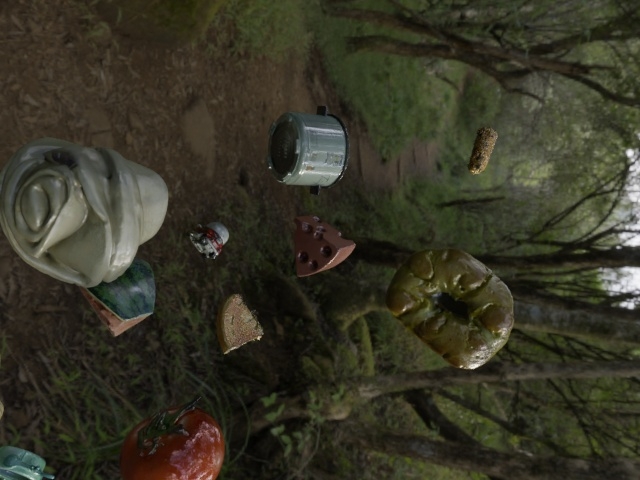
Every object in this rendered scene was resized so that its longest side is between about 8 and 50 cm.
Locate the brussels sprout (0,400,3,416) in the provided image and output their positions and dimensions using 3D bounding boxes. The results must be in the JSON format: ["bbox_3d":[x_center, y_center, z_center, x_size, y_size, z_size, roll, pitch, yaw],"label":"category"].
[{"bbox_3d":[-0.741,0.253,0.996,0.317,0.243,0.273,40,16,-32],"label":"brussels sprout"}]

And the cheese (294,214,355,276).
[{"bbox_3d":[0.019,0.017,1.776,0.128,0.177,0.202,-10,100,-58],"label":"cheese"}]

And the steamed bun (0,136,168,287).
[{"bbox_3d":[-0.581,-0.083,1.235,0.255,0.368,0.342,80,29,-78],"label":"steamed bun"}]

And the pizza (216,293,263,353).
[{"bbox_3d":[-0.336,0.362,2.209,0.081,0.229,0.289,-41,-143,33],"label":"pizza"}]

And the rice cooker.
[{"bbox_3d":[-0.031,-0.286,1.677,0.241,0.227,0.280,17,-75,56],"label":"rice cooker"}]

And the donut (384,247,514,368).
[{"bbox_3d":[0.278,0.132,1.116,0.208,0.261,0.128,-49,167,9],"label":"donut"}]

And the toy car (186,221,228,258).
[{"bbox_3d":[-0.346,-0.008,1.701,0.112,0.139,0.112,-41,118,-24],"label":"toy car"}]

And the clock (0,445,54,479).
[{"bbox_3d":[-0.873,0.653,1.537,0.159,0.211,0.066,75,23,-46],"label":"clock"}]

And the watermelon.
[{"bbox_3d":[-0.699,0.203,1.931,0.250,0.283,0.292,-33,153,-22],"label":"watermelon"}]

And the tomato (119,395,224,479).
[{"bbox_3d":[-0.370,0.541,1.339,0.256,0.256,0.224,-64,139,-60],"label":"tomato"}]

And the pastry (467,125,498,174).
[{"bbox_3d":[0.459,-0.256,1.503,0.080,0.056,0.140,9,95,-63],"label":"pastry"}]
